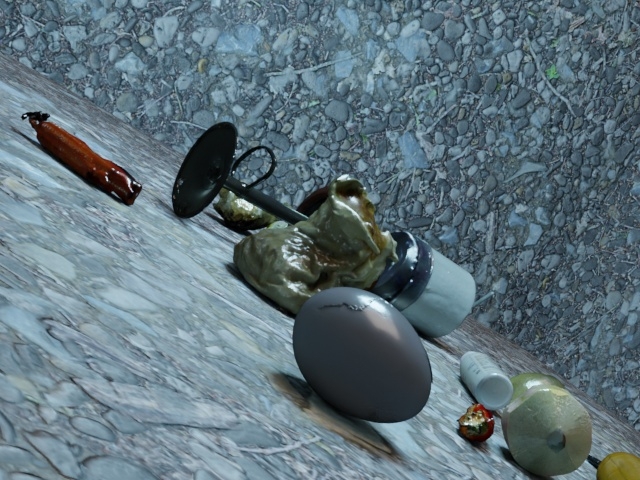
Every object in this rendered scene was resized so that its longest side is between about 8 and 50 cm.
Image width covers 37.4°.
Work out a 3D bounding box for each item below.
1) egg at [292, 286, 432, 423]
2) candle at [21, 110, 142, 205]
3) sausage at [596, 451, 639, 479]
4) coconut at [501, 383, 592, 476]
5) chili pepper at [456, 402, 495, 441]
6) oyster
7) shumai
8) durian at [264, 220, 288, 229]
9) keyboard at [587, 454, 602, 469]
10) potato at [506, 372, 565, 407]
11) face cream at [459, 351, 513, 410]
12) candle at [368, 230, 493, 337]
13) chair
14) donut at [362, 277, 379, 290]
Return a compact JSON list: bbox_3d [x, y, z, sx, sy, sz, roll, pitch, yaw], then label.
[{"bbox_3d":[0.052,0.145,1.188,0.199,0.146,0.146,39,5,10],"label":"egg"},{"bbox_3d":[-0.448,-0.160,1.746,0.302,0.059,0.084,35,-7,22],"label":"candle"},{"bbox_3d":[0.539,0.439,1.578,0.112,0.112,0.328,32,5,3],"label":"sausage"},{"bbox_3d":[0.377,0.316,1.570,0.147,0.147,0.153,32,3,5],"label":"coconut"},{"bbox_3d":[0.258,0.302,1.560,0.268,0.059,0.050,23,48,-81],"label":"chili pepper"},{"bbox_3d":[-0.178,-0.065,2.316,0.233,0.162,0.107,36,42,-56],"label":"oyster"},{"bbox_3d":[0.000,0.000,1.752,0.267,0.262,0.314,32,3,-13],"label":"shumai"},{"bbox_3d":[-0.077,0.009,2.284,0.208,0.102,0.146,0,21,-35],"label":"durian"},{"bbox_3d":[0.685,0.531,2.100,0.231,0.023,0.072,30,2,-24],"label":"keyboard"},{"bbox_3d":[0.508,0.364,2.172,0.202,0.117,0.182,27,3,-41],"label":"potato"},{"bbox_3d":[0.350,0.294,2.040,0.082,0.082,0.269,32,4,-3],"label":"face cream"},{"bbox_3d":[0.271,0.131,2.491,0.343,0.221,0.221,33,3,-31],"label":"candle"},{"bbox_3d":[-0.099,-0.067,2.053,0.401,0.226,0.226,30,4,-32],"label":"chair"},{"bbox_3d":[0.070,0.079,2.339,0.166,0.073,0.184,10,6,-5],"label":"donut"}]
